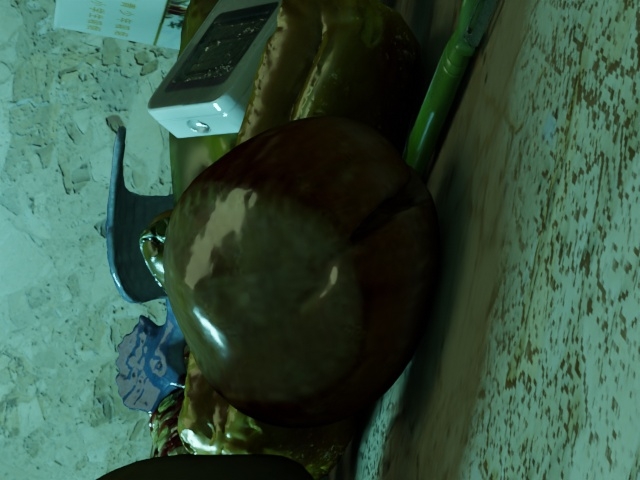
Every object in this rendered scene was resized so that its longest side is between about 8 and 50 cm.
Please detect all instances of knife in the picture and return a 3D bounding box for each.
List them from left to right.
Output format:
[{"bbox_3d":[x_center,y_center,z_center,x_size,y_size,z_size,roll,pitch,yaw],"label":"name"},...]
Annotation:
[{"bbox_3d":[0.066,-0.090,1.003,0.212,0.015,0.054,109,170,-51],"label":"knife"}]

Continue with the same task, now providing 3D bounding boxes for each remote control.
[{"bbox_3d":[-0.010,-0.167,1.178,0.103,0.034,0.250,1,54,58],"label":"remote control"}]

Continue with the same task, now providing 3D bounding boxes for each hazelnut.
[{"bbox_3d":[-0.005,0.015,0.969,0.143,0.143,0.154,-113,19,-78],"label":"hazelnut"}]

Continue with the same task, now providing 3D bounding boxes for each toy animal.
[{"bbox_3d":[-0.103,0.003,1.556,0.239,0.176,0.255,25,-122,-60],"label":"toy animal"}]

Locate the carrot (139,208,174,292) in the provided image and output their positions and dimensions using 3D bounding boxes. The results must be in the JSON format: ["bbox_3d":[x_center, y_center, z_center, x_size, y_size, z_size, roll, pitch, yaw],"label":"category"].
[{"bbox_3d":[-0.044,0.056,1.168,0.254,0.049,0.049,58,-149,-51],"label":"carrot"}]

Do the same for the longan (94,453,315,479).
[{"bbox_3d":[-0.068,0.199,0.956,0.198,0.198,0.212,-93,17,-63],"label":"longan"}]

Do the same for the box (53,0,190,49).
[{"bbox_3d":[-0.091,-0.200,1.552,0.149,0.233,0.067,133,146,-75],"label":"box"}]

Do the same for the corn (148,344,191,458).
[{"bbox_3d":[-0.089,0.159,1.582,0.290,0.098,0.098,-101,23,-64],"label":"corn"}]

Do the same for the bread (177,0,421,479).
[{"bbox_3d":[-0.002,0.000,1.097,0.139,0.077,0.271,23,-101,-67],"label":"bread"}]

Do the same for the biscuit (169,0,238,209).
[{"bbox_3d":[-0.056,-0.001,1.330,0.329,0.078,0.335,-102,5,-57],"label":"biscuit"}]
